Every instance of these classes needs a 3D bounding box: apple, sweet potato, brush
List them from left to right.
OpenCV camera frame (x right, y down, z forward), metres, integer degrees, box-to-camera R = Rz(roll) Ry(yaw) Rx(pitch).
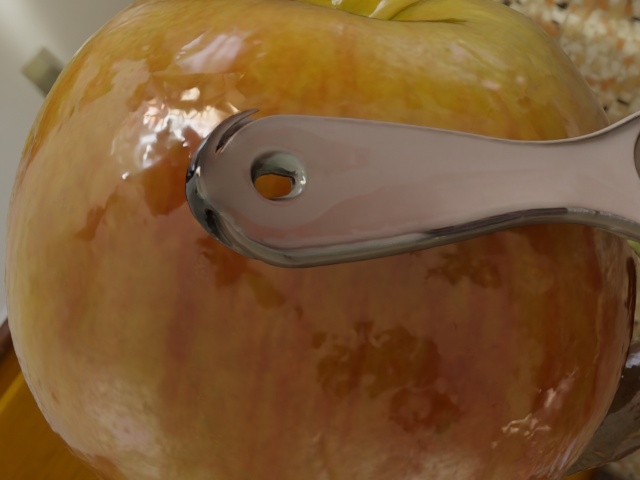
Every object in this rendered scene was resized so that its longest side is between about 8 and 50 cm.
[{"bbox_3d":[0.000,0.000,0.562,0.286,0.286,0.233,18,115,19],"label":"apple"},{"bbox_3d":[0.104,-0.013,0.453,0.313,0.072,0.067,-3,156,-17],"label":"brush"},{"bbox_3d":[0.192,0.072,0.691,0.218,0.065,0.051,-41,74,19],"label":"sweet potato"}]
